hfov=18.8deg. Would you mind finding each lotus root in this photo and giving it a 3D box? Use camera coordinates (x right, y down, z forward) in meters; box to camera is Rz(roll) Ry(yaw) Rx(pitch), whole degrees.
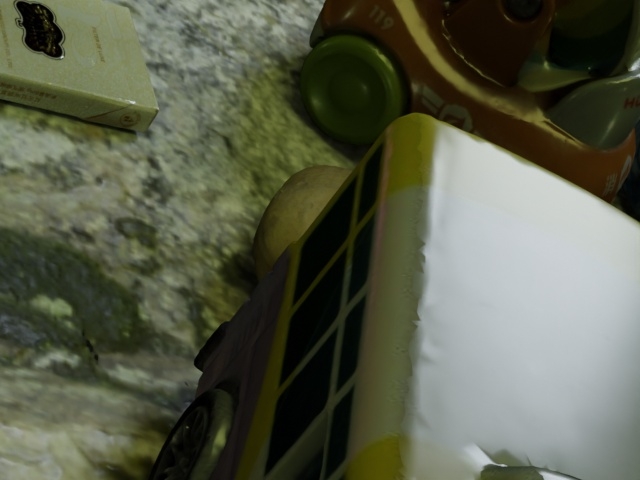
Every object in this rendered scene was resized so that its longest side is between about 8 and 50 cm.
[{"bbox_3d":[0.000,0.000,1.093,0.073,0.062,0.150,35,33,-6],"label":"lotus root"}]

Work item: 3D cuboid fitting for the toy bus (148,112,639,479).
[{"bbox_3d":[0.052,0.171,0.783,0.209,0.249,0.440,29,36,-15],"label":"toy bus"}]

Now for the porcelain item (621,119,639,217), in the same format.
[{"bbox_3d":[0.289,-0.066,1.363,0.114,0.147,0.147,14,42,-32],"label":"porcelain item"}]

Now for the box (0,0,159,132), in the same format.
[{"bbox_3d":[-0.175,-0.116,1.095,0.167,0.024,0.090,12,43,-34],"label":"box"}]

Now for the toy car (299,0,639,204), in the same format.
[{"bbox_3d":[0.125,-0.125,1.216,0.235,0.235,0.145,43,35,5],"label":"toy car"}]
